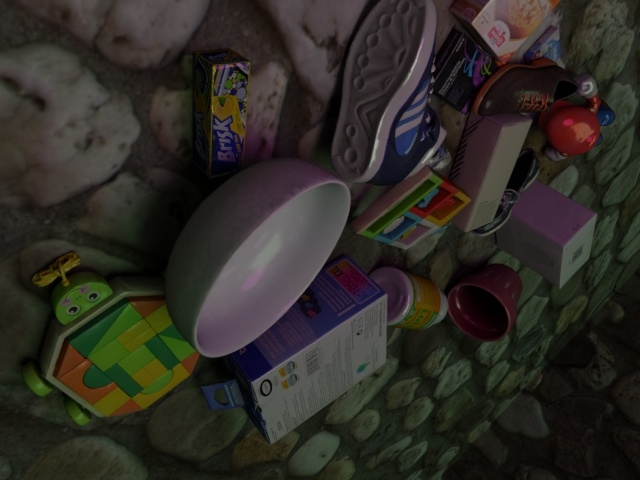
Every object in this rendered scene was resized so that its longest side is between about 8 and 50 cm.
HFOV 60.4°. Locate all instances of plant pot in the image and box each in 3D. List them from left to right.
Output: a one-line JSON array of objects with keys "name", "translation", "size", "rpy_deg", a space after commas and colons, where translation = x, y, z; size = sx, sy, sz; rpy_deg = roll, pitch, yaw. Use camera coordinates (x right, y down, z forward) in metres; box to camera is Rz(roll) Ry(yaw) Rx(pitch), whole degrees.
[{"name": "plant pot", "translation": [0.499, 0.166, 1.624], "size": [0.180, 0.201, 0.202], "rpy_deg": [-38, 146, -39]}]

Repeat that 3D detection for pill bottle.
[{"name": "pill bottle", "translation": [0.216, 0.148, 1.350], "size": [0.245, 0.136, 0.136], "rpy_deg": [18, 110, -51]}]

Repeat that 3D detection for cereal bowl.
[{"name": "cereal bowl", "translation": [-0.110, 0.008, 0.854], "size": [0.339, 0.141, 0.339], "rpy_deg": [-45, 161, -20]}]

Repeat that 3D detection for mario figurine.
[{"name": "mario figurine", "translation": [0.635, -0.308, 1.401], "size": [0.320, 0.170, 0.198], "rpy_deg": [-14, 97, -51]}]

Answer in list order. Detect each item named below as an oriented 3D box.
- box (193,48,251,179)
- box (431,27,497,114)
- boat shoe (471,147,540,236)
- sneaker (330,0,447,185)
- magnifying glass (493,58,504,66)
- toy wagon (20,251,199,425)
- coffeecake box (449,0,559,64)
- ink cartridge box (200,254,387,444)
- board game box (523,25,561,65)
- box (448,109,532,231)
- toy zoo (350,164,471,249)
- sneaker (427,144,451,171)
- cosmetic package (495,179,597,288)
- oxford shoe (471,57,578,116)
[{"name": "box", "translation": [-0.140, -0.173, 0.766], "size": [0.059, 0.054, 0.169], "rpy_deg": [-19, 135, -34]}, {"name": "box", "translation": [0.270, -0.321, 1.064], "size": [0.162, 0.029, 0.116], "rpy_deg": [11, 115, -48]}, {"name": "boat shoe", "translation": [0.461, -0.123, 1.383], "size": [0.254, 0.095, 0.079], "rpy_deg": [-46, 145, -4]}, {"name": "sneaker", "translation": [0.148, -0.247, 0.945], "size": [0.236, 0.130, 0.323], "rpy_deg": [-13, 128, -51]}, {"name": "magnifying glass", "translation": [0.364, -0.445, 1.050], "size": [0.092, 0.026, 0.231], "rpy_deg": [-27, 137, -24]}, {"name": "toy wagon", "translation": [-0.324, 0.154, 0.871], "size": [0.267, 0.068, 0.345], "rpy_deg": [-36, 142, -15]}, {"name": "coffeecake box", "translation": [0.340, -0.432, 0.967], "size": [0.142, 0.068, 0.185], "rpy_deg": [22, 116, -46]}, {"name": "ink cartridge box", "translation": [-0.051, 0.247, 1.161], "size": [0.395, 0.151, 0.270], "rpy_deg": [-31, 140, -23]}, {"name": "board game box", "translation": [0.490, -0.407, 1.212], "size": [0.090, 0.020, 0.090], "rpy_deg": [-48, 145, 0]}, {"name": "box", "translation": [0.369, -0.162, 1.254], "size": [0.113, 0.094, 0.275], "rpy_deg": [-18, 134, -34]}, {"name": "toy zoo", "translation": [0.210, -0.059, 1.181], "size": [0.192, 0.030, 0.293], "rpy_deg": [-40, 153, 21]}, {"name": "sneaker", "translation": [0.210, -0.153, 1.149], "size": [0.135, 0.052, 0.058], "rpy_deg": [-47, 131, -6]}, {"name": "cosmetic package", "translation": [0.609, -0.026, 1.511], "size": [0.138, 0.224, 0.224], "rpy_deg": [-43, 144, -10]}, {"name": "oxford shoe", "translation": [0.428, -0.309, 1.139], "size": [0.271, 0.098, 0.097], "rpy_deg": [-26, 144, -25]}]
